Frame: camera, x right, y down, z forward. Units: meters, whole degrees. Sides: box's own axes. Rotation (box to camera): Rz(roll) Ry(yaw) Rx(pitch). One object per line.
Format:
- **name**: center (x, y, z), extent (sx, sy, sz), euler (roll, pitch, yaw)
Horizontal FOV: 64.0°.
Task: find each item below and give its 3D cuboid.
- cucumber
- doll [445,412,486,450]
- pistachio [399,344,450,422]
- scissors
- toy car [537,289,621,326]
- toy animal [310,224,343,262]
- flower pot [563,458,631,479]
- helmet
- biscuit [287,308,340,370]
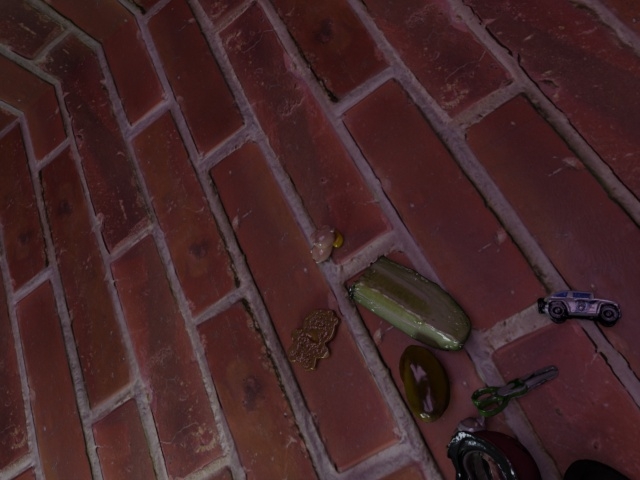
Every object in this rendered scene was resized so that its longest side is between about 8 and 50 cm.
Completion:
- **cucumber**: center (0.241, 0.172, 1.317), extent (0.325, 0.105, 0.145), euler (29, 62, 30)
- **doll**: center (0.355, 0.454, 1.189), extent (0.084, 0.073, 0.127), euler (38, 98, 24)
- **pistachio**: center (0.258, 0.349, 1.257), extent (0.110, 0.100, 0.189), euler (-14, 58, -2)
- **scissors**: center (0.451, 0.340, 1.183), extent (0.204, 0.101, 0.027), euler (-26, 101, 2)
- **toy car**: center (0.584, 0.153, 1.164), extent (0.171, 0.080, 0.070), euler (1, 73, 27)
- **toy animal**: center (0.000, 0.000, 1.495), extent (0.114, 0.082, 0.091), euler (-48, 59, 7)
- **flower pot**: center (0.527, 0.633, 0.938), extent (0.379, 0.379, 0.251), euler (50, 120, 29)
- **helmet**: center (0.386, 0.499, 1.086), extent (0.198, 0.154, 0.253), euler (21, 119, 51)
- **biscuit**: center (-0.022, 0.276, 1.453), extent (0.134, 0.027, 0.184), euler (12, 79, 29)
